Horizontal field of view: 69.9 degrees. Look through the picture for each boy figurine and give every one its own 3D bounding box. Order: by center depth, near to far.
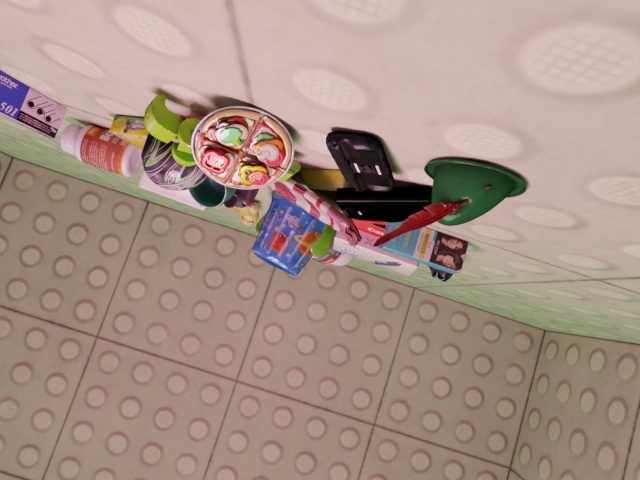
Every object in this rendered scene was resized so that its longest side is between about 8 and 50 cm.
[{"bbox_3d":[-0.327,-0.136,1.831,0.178,0.092,0.285,13,169,14],"label":"boy figurine"}]

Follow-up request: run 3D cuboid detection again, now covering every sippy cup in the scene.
[{"bbox_3d":[-0.095,-0.019,1.459,0.240,0.224,0.305,30,171,-3],"label":"sippy cup"}]

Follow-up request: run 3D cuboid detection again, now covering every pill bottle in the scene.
[{"bbox_3d":[-0.677,-0.285,1.425,0.216,0.121,0.121,18,173,-1],"label":"pill bottle"},{"bbox_3d":[0.000,0.000,1.764,0.161,0.161,0.283,11,170,44],"label":"pill bottle"}]

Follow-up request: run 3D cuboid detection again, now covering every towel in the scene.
[{"bbox_3d":[-0.042,-0.104,1.189,0.329,0.037,0.237,35,177,16],"label":"towel"}]

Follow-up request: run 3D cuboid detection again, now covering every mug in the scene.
[{"bbox_3d":[-0.299,-0.170,1.349,0.158,0.129,0.097,8,-154,18],"label":"mug"}]

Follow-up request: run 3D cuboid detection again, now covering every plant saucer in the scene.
[{"bbox_3d":[0.063,-0.122,1.156,0.188,0.045,0.188,10,170,46],"label":"plant saucer"}]

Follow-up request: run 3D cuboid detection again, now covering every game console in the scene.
[{"bbox_3d":[0.120,-0.120,0.954,0.213,0.043,0.361,2,160,20],"label":"game console"}]

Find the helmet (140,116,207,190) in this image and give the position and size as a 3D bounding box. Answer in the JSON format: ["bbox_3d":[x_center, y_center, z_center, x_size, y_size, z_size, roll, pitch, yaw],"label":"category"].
[{"bbox_3d":[-0.336,-0.198,1.088,0.170,0.161,0.169,18,173,2],"label":"helmet"}]

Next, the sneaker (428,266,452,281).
[{"bbox_3d":[0.420,0.089,1.645,0.101,0.106,0.267,17,174,2],"label":"sneaker"}]

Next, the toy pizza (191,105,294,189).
[{"bbox_3d":[-0.152,-0.171,0.902,0.202,0.032,0.201,-2,138,-2],"label":"toy pizza"}]

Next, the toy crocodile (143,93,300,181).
[{"bbox_3d":[-0.206,-0.206,0.989,0.341,0.105,0.115,15,163,-20],"label":"toy crocodile"}]

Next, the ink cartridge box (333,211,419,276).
[{"bbox_3d":[0.194,0.013,1.535,0.297,0.066,0.261,20,161,6],"label":"ink cartridge box"}]

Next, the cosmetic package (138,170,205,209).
[{"bbox_3d":[-0.498,-0.201,1.603,0.231,0.085,0.117,21,-154,-18],"label":"cosmetic package"}]

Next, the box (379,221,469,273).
[{"bbox_3d":[0.309,0.016,1.371,0.245,0.100,0.060,18,172,-4],"label":"box"}]

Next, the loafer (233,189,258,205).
[{"bbox_3d":[-0.318,-0.175,1.475,0.303,0.095,0.109,12,172,38],"label":"loafer"}]

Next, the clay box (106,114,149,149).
[{"bbox_3d":[-0.452,-0.276,1.214,0.222,0.053,0.127,15,172,31],"label":"clay box"}]

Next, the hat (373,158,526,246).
[{"bbox_3d":[0.242,-0.033,0.832,0.209,0.183,0.173,14,172,27],"label":"hat"}]

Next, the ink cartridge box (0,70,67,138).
[{"bbox_3d":[-0.799,-0.363,1.227,0.046,0.097,0.207,14,172,27],"label":"ink cartridge box"}]
